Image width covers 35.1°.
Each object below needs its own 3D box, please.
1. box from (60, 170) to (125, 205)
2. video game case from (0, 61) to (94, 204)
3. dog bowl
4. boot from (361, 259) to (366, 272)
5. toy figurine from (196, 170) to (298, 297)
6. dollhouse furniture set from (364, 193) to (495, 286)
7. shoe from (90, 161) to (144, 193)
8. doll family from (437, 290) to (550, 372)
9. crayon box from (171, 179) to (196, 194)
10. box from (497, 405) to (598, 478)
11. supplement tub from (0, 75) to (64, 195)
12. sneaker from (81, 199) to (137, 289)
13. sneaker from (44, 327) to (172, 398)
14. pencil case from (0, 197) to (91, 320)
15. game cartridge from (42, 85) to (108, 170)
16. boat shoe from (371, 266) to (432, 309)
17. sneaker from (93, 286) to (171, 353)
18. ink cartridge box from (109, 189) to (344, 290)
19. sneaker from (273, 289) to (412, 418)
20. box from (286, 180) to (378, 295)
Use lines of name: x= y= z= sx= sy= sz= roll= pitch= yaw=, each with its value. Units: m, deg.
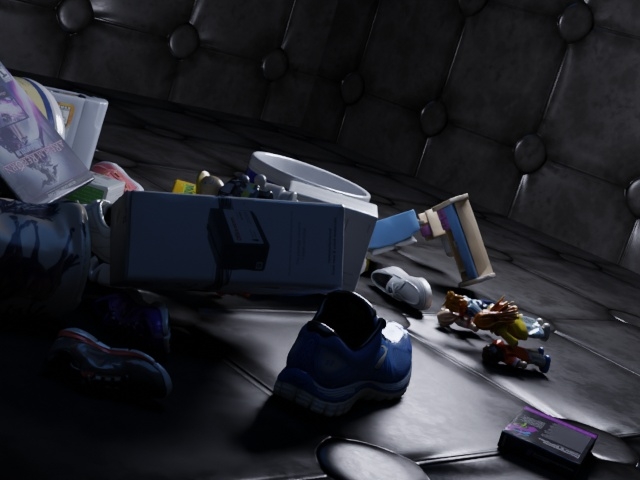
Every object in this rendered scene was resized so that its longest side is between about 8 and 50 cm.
box: x=-0.440 y=-0.080 z=1.917 sx=0.101 sy=0.087 sz=0.102 roll=18 pitch=12 yaw=5
video game case: x=-0.524 y=-0.178 z=1.706 sx=0.274 sy=0.026 sz=0.196 roll=50 pitch=29 yaw=-3
dog bowl: x=-0.035 y=-0.093 z=2.131 sx=0.265 sy=0.104 sz=0.265 roll=20 pitch=11 yaw=-4
boot: x=0.002 y=0.034 z=2.110 sx=0.190 sy=0.069 sz=0.086 roll=17 pitch=1 yaw=-43
toy figurine: x=-0.147 y=-0.014 z=1.741 sx=0.148 sy=0.209 sz=0.213 roll=15 pitch=10 yaw=18
dollhouse furniture set: x=0.197 y=0.044 z=2.324 sx=0.303 sy=0.198 sz=0.286 roll=-17 pitch=-3 yaw=-12
shoe: x=-0.458 y=-0.128 z=2.169 sx=0.178 sy=0.063 sz=0.081 roll=32 pitch=13 yaw=38
doll family: x=0.317 y=0.144 z=1.889 sx=0.163 sy=0.118 sz=0.263 roll=11 pitch=13 yaw=-27
crayon box: x=-0.212 y=-0.046 z=2.107 sx=0.318 sy=0.081 sz=0.202 roll=15 pitch=12 yaw=-9
box: x=0.330 y=0.289 z=1.464 sx=0.116 sy=0.029 sz=0.162 roll=21 pitch=11 yaw=21
supplement tub: x=-0.647 y=-0.195 z=1.809 sx=0.228 sy=0.228 sz=0.316 roll=25 pitch=14 yaw=32
sneaker: x=-0.371 y=-0.018 z=1.666 sx=0.110 sy=0.118 sz=0.292 roll=3 pitch=17 yaw=-44
sneaker: x=-0.254 y=0.161 z=1.197 sx=0.158 sy=0.061 sz=0.065 roll=19 pitch=39 yaw=11
pencil case: x=-0.509 y=-0.008 z=1.299 sx=0.410 sy=0.160 sz=0.183 roll=12 pitch=29 yaw=-23
game cartridge: x=-0.595 y=-0.222 z=2.075 sx=0.297 sy=0.198 sz=0.062 roll=6 pitch=15 yaw=-40
boat shoe: x=0.161 y=0.094 z=2.049 sx=0.063 sy=0.066 sz=0.184 roll=-4 pitch=22 yaw=-24
sneaker: x=-0.258 y=0.115 z=1.386 sx=0.071 sy=0.068 sz=0.170 roll=-11 pitch=18 yaw=-35
ink cartridge box: x=-0.144 y=0.010 z=1.483 sx=0.307 sy=0.129 sz=0.223 roll=4 pitch=-6 yaw=-17
sneaker: x=0.059 y=0.147 z=1.438 sx=0.130 sy=0.147 sz=0.330 roll=22 pitch=12 yaw=22
box: x=0.000 y=0.000 z=1.950 sx=0.181 sy=0.182 sz=0.119 roll=17 pitch=14 yaw=-2
